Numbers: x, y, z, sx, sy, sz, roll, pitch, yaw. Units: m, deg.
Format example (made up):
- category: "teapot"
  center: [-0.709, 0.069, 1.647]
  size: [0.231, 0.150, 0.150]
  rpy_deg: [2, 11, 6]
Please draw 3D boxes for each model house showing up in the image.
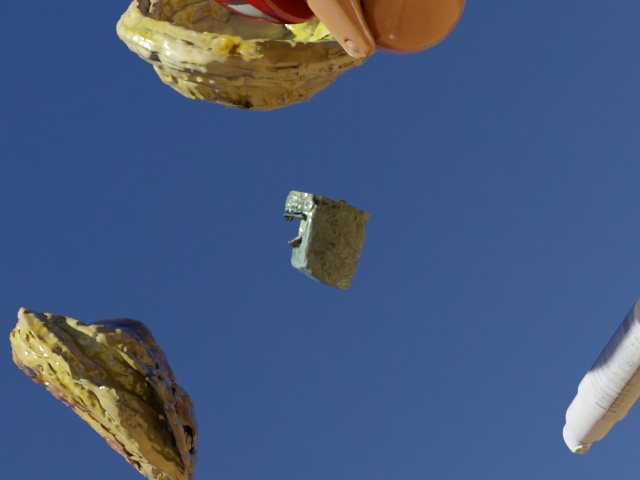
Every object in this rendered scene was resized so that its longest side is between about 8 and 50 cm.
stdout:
- category: "model house"
  center: [0.000, 0.000, 1.548]
  size: [0.078, 0.066, 0.083]
  rpy_deg: [17, -95, -24]

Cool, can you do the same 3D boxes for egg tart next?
- category: "egg tart"
  center: [-0.068, -0.200, 1.610]
  size: [0.279, 0.279, 0.095]
  rpy_deg: [-16, -58, -34]
- category: "egg tart"
  center: [-0.223, 0.172, 1.793]
  size: [0.132, 0.297, 0.297]
  rpy_deg: [-42, -35, -15]

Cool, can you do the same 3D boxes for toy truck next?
- category: "toy truck"
  center: [0.001, -0.269, 1.442]
  size: [0.189, 0.265, 0.239]
  rpy_deg: [-51, -63, -24]

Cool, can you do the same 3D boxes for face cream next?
- category: "face cream"
  center: [0.172, 0.081, 0.913]
  size: [0.034, 0.034, 0.130]
  rpy_deg: [-20, -30, -30]
